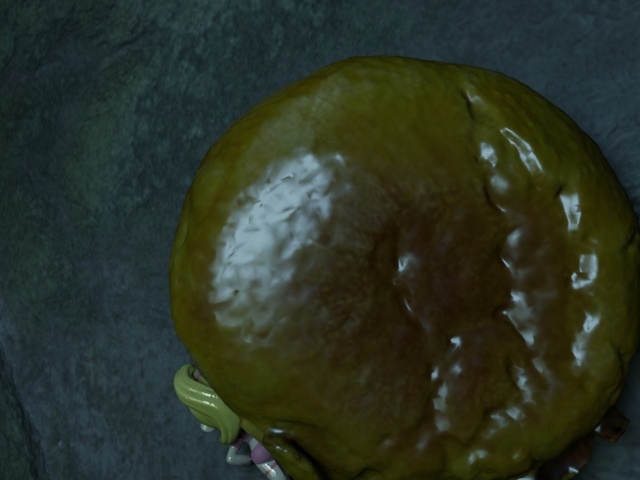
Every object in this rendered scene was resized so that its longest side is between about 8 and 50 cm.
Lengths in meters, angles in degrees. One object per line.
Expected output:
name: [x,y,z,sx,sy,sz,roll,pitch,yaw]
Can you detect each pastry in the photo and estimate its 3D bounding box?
pastry: [0.063,0.033,0.552,0.355,0.164,0.356,0,94,2]

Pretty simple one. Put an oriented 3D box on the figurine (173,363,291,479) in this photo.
figurine: [-0.069,0.190,0.746,0.187,0.083,0.083,46,112,16]
